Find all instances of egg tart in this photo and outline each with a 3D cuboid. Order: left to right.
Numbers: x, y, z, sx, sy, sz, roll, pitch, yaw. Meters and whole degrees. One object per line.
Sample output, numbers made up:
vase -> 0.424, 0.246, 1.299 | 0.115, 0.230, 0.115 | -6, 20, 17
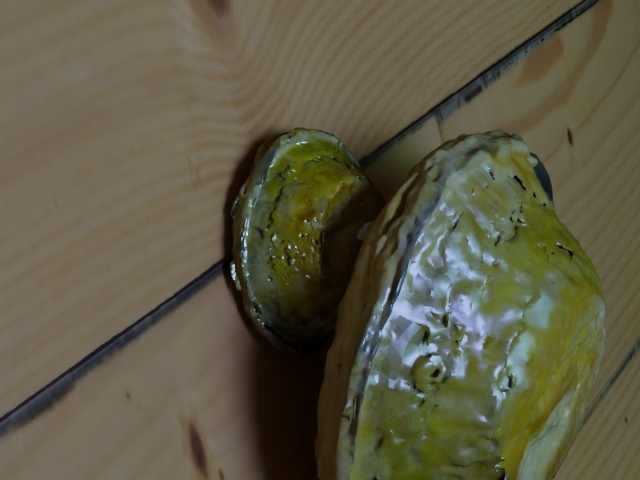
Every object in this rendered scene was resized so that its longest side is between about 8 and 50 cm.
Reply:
egg tart -> 0.001, -0.001, 1.214 | 0.213, 0.090, 0.212 | -1, 91, -52
egg tart -> 0.152, 0.113, 1.247 | 0.443, 0.178, 0.443 | -42, 141, -46
